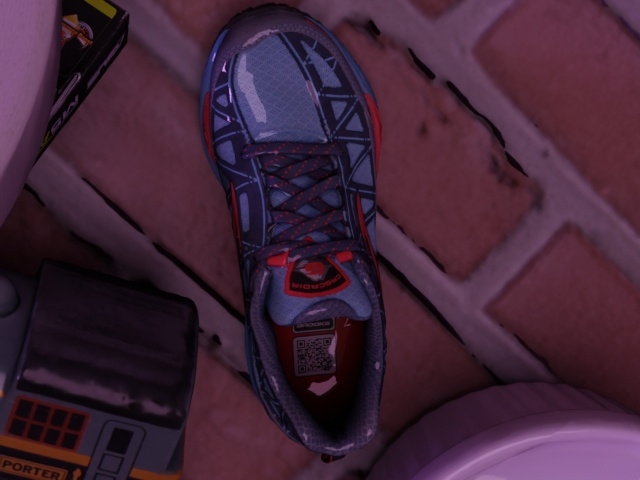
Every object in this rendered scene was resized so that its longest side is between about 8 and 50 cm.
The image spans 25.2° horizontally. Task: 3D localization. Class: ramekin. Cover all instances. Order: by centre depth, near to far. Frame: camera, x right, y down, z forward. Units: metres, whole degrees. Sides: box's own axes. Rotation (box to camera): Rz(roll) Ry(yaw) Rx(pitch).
[{"bbox_3d":[0.134,0.211,0.879,0.273,0.127,0.273,-3,108,-8],"label":"ramekin"}]

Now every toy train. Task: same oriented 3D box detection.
[{"bbox_3d":[-0.220,0.082,0.756,0.334,0.142,0.190,17,122,-12],"label":"toy train"}]

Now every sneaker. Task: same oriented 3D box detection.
[{"bbox_3d":[0.000,0.000,0.792,0.104,0.125,0.262,-12,109,-6],"label":"sneaker"}]

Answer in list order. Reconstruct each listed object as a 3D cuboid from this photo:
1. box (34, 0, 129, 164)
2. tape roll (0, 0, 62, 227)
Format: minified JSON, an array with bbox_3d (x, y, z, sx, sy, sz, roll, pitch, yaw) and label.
[{"bbox_3d":[-0.219,-0.084,0.671,0.190,0.045,0.184,33,71,0],"label":"box"},{"bbox_3d":[-0.304,-0.105,0.602,0.392,0.072,0.392,2,78,-9],"label":"tape roll"}]
